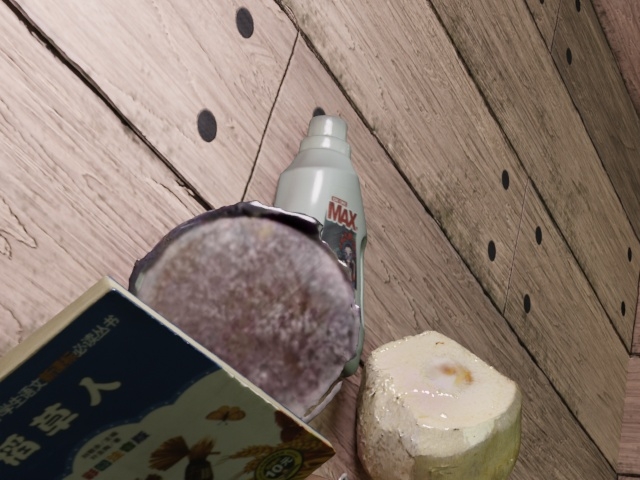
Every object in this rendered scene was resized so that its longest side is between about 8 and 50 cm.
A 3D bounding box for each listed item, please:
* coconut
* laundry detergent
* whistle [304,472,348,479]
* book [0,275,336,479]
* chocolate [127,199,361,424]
[{"bbox_3d":[0.199,0.326,1.817,0.297,0.297,0.255,-51,154,-48],"label":"coconut"},{"bbox_3d":[0.000,0.000,1.686,0.264,0.124,0.398,33,58,-52],"label":"laundry detergent"},{"bbox_3d":[-0.047,0.474,1.521,0.348,0.189,0.189,-48,128,-31],"label":"whistle"},{"bbox_3d":[-0.206,0.235,1.179,0.428,0.300,0.039,44,12,-43],"label":"book"},{"bbox_3d":[-0.095,0.113,1.401,0.213,0.303,0.303,95,-3,-81],"label":"chocolate"}]
